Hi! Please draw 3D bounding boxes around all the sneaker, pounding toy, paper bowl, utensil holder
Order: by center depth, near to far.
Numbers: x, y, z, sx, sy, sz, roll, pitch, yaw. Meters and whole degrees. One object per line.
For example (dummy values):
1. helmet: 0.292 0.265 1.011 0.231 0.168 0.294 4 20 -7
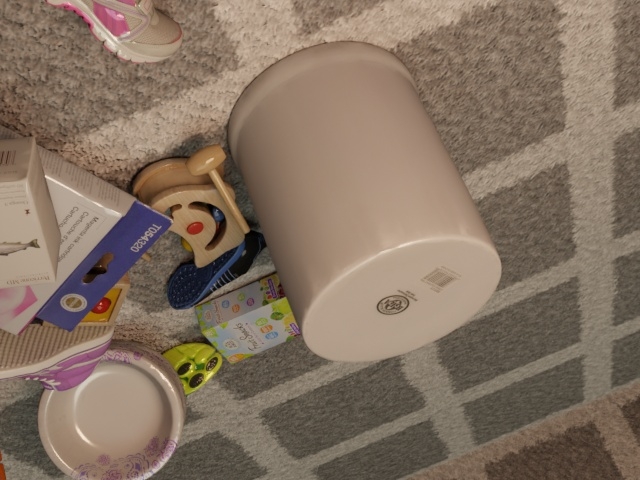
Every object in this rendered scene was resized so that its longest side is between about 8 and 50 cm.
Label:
1. sneaker: -0.251 -0.311 1.049 0.111 0.103 0.252 -34 144 21
2. utensil holder: 0.058 -0.053 1.312 0.327 0.386 0.328 -14 145 -10
3. pounding toy: -0.207 -0.037 1.395 0.154 0.155 0.270 -20 146 -9
4. pounding toy: -0.378 0.063 1.495 0.181 0.094 0.206 3 139 -30
5. sneaker: -0.506 0.227 1.527 0.282 0.102 0.161 -8 138 -43
6. sneaker: -0.191 0.058 1.598 0.232 0.081 0.090 -39 154 32
7. paper bowl: -0.414 0.342 1.735 0.284 0.284 0.148 -20 -172 -1
8. sneaker: -0.334 0.316 1.877 0.295 0.109 0.123 -37 171 15

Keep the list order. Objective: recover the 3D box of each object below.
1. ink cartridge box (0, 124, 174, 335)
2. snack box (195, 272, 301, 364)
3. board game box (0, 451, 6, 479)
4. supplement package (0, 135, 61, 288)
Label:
1. ink cartridge box: -0.450 0.010 1.313 0.330 0.071 0.324 31 122 -28
2. snack box: -0.130 0.162 1.779 0.207 0.070 0.174 -23 146 5
3. board game box: -0.777 0.424 1.466 0.356 0.357 0.356 -16 163 -6
4. supplement package: -0.424 -0.035 1.160 0.105 0.105 0.179 -7 131 -7
